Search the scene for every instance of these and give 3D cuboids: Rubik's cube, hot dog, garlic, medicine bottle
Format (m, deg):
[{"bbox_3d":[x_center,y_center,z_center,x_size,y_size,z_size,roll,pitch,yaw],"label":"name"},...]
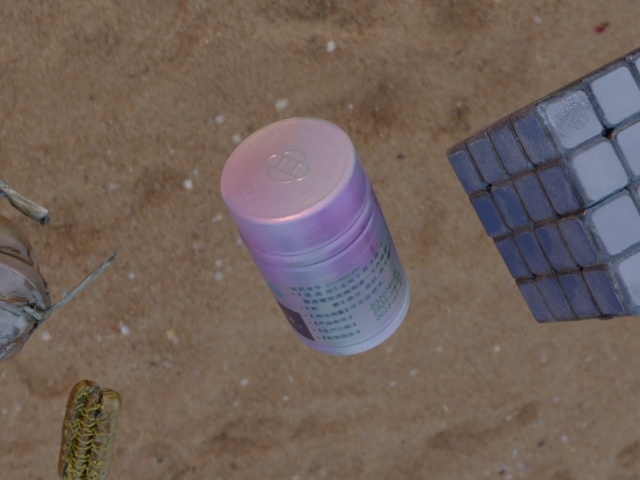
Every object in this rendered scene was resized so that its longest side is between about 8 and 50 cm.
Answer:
[{"bbox_3d":[0.457,-0.094,1.709,0.343,0.344,0.337,-27,92,-17],"label":"Rubik's cube"},{"bbox_3d":[-0.288,0.246,1.375,0.071,0.045,0.165,21,118,9],"label":"hot dog"},{"bbox_3d":[-0.395,0.040,1.354,0.256,0.207,0.207,-20,133,17],"label":"garlic"},{"bbox_3d":[0.000,0.000,1.222,0.152,0.152,0.254,-27,139,-2],"label":"medicine bottle"}]

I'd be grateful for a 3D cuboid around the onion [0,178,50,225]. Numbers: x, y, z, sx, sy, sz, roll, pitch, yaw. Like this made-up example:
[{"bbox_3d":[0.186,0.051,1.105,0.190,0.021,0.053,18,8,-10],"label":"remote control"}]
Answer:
[{"bbox_3d":[-0.457,-0.015,0.994,0.272,0.256,0.230,-44,107,-41],"label":"onion"}]
